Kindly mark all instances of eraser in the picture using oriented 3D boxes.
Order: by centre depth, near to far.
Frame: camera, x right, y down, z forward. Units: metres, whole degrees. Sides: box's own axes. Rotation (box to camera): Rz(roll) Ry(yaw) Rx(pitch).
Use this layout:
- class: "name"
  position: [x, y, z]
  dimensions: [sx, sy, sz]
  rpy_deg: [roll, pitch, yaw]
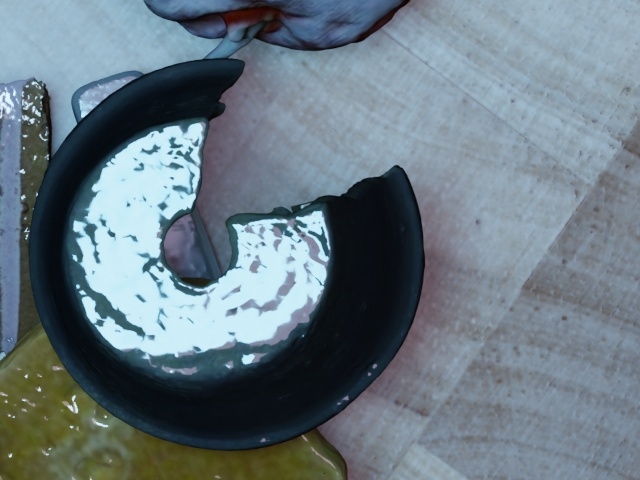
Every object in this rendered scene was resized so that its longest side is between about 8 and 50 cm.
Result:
- class: "eraser"
  position: [-0.159, 0.002, 1.685]
  dimensions: [0.089, 0.061, 0.352]
  rpy_deg: [-20, 93, -6]

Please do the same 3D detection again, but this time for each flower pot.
- class: "flower pot"
  position: [-0.099, 0.020, 1.467]
  dimensions: [0.379, 0.251, 0.379]
  rpy_deg: [0, 91, 1]

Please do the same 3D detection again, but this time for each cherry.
- class: "cherry"
  position: [-0.056, -0.338, 1.581]
  dimensions: [0.326, 0.291, 0.335]
  rpy_deg: [-20, 96, -35]

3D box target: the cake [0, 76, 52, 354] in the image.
- class: "cake"
  position: [-0.324, -0.028, 1.660]
  dimensions: [0.116, 0.113, 0.295]
  rpy_deg: [4, 103, -6]

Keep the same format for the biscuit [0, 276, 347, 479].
- class: "biscuit"
  position: [-0.176, 0.231, 1.656]
  dimensions: [0.385, 0.062, 0.365]
  rpy_deg: [-34, 97, 8]

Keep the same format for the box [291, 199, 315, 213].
- class: "box"
  position: [0.000, 0.000, 1.698]
  dimensions: [0.035, 0.079, 0.083]
  rpy_deg: [-14, 92, -8]
